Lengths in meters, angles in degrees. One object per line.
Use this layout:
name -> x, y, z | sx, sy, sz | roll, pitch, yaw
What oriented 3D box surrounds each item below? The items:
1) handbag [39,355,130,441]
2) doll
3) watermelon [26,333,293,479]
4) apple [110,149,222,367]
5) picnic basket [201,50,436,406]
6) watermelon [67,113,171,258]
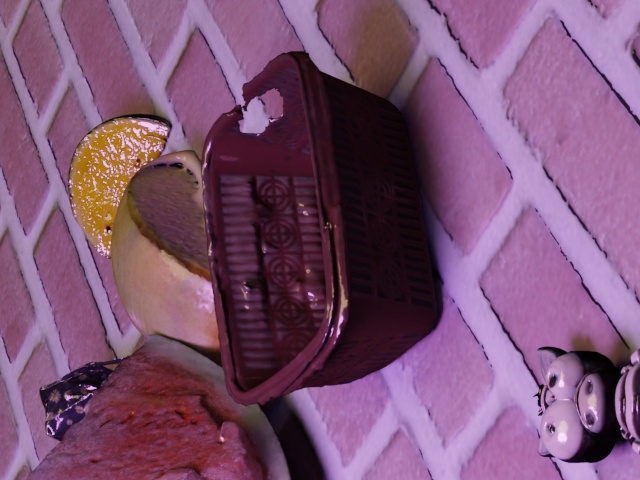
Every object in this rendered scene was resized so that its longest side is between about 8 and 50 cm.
handbag -> -0.222, 0.169, 1.884 | 0.139, 0.115, 0.072 | -40, 42, 26
doll -> 0.216, 0.116, 1.244 | 0.219, 0.067, 0.091 | -11, 78, 58
watermelon -> -0.162, 0.286, 1.646 | 0.283, 0.292, 0.250 | 25, 140, 49
apple -> -0.155, 0.041, 1.799 | 0.265, 0.120, 0.193 | -120, 37, -48
picnic basket -> 0.000, 0.000, 1.550 | 0.222, 0.129, 0.297 | -40, 50, 48
watermelon -> -0.246, -0.080, 1.999 | 0.092, 0.075, 0.181 | 52, 124, 44
